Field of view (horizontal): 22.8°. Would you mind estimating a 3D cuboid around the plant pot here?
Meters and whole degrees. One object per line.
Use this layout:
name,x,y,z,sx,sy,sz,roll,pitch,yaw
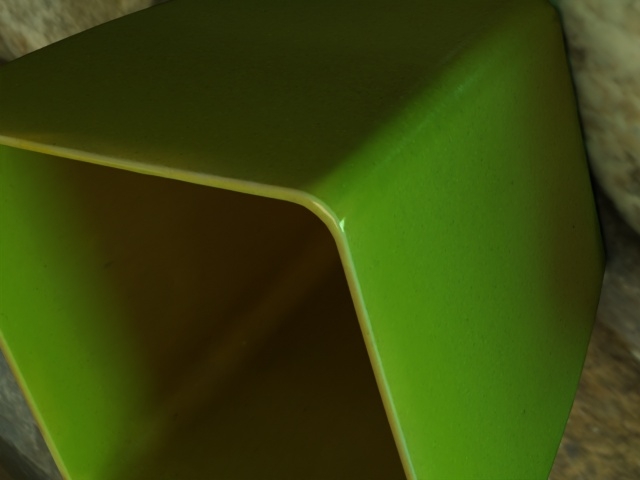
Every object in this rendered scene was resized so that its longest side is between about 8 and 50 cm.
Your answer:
plant pot,0.000,0.000,0.640,0.212,0.187,0.212,12,134,37
